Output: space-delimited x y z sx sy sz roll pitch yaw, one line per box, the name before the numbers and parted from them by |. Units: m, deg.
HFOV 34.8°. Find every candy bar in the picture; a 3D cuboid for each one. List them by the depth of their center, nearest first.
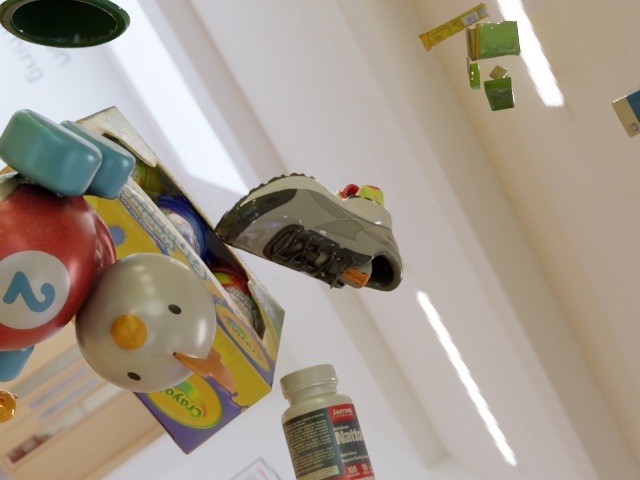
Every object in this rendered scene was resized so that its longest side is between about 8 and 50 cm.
candy bar | 0.294 -0.468 2.226 0.040 0.161 0.018 61 5 -8

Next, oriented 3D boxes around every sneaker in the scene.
sneaker | 0.000 0.000 1.153 0.271 0.100 0.108 10 45 -44
sneaker | 0.037 -0.030 1.436 0.208 0.081 0.094 -10 -108 61

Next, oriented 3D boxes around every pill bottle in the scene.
pill bottle | 0.004 0.271 1.430 0.108 0.108 0.180 102 -27 -71

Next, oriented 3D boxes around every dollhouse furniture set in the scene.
dollhouse furniture set | 0.242 -0.260 1.432 0.058 0.076 0.152 56 30 -60

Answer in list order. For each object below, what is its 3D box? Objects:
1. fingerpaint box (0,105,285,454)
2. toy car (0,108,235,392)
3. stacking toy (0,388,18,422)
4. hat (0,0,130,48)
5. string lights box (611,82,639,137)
fingerpaint box | -0.250 0.033 1.483 0.445 0.163 0.371 51 9 -9
toy car | -0.167 0.052 0.800 0.238 0.219 0.210 29 3 1
stacking toy | -0.545 0.167 1.521 0.302 0.175 0.166 41 -51 24
hat | -0.358 -0.380 1.410 0.208 0.173 0.184 -12 -107 40
string lights box | 0.658 -0.277 1.783 0.259 0.133 0.077 -26 -85 49
